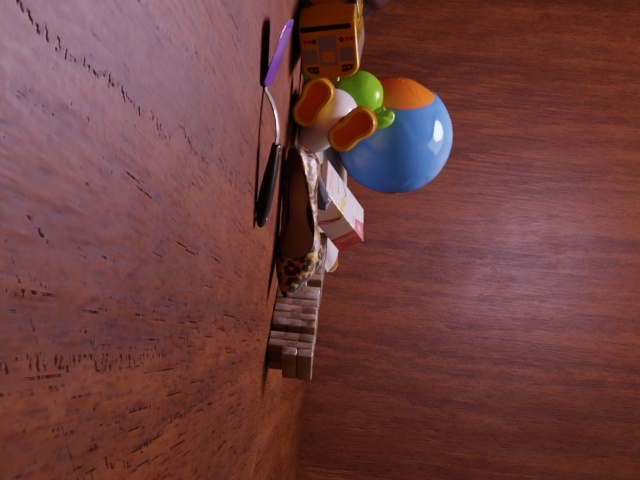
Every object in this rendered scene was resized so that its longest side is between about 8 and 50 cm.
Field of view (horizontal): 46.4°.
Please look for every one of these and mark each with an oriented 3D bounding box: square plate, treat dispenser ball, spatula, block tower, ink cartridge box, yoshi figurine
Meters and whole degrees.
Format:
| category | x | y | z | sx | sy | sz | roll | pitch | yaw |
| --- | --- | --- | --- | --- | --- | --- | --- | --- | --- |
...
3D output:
| category | x | y | z | sx | sy | sz | roll | pitch | yaw |
| --- | --- | --- | --- | --- | --- | --- | --- | --- | --- |
| square plate | 0.014 | -0.151 | 1.855 | 0.347 | 0.049 | 0.344 | 69 | 22 | -54 |
| treat dispenser ball | 0.180 | -0.257 | 1.845 | 0.288 | 0.288 | 0.288 | 6 | 90 | -87 |
| spatula | -0.068 | -0.160 | 1.054 | 0.084 | 0.030 | 0.296 | -71 | 168 | -74 |
| block tower | -0.044 | 0.120 | 1.567 | 0.097 | 0.091 | 0.335 | 94 | 2 | -48 |
| ink cartridge box | 0.018 | -0.088 | 1.618 | 0.198 | 0.067 | 0.115 | 51 | 26 | -32 |
| yoshi figurine | 0.053 | -0.292 | 1.577 | 0.362 | 0.203 | 0.203 | -71 | 156 | -79 |

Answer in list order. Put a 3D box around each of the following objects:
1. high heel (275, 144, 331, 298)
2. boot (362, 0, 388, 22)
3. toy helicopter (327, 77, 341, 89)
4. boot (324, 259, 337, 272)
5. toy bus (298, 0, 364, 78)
| category | x | y | z | sx | sy | sz | roll | pitch | yaw |
| --- | --- | --- | --- | --- | --- | --- | --- | --- | --- |
| high heel | -0.054 | -0.041 | 1.385 | 0.186 | 0.093 | 0.261 | 63 | 37 | -51 |
| boot | 0.045 | -0.561 | 1.629 | 0.207 | 0.248 | 0.090 | -45 | -138 | 33 |
| toy helicopter | 0.052 | -0.444 | 1.915 | 0.355 | 0.140 | 0.235 | -71 | 164 | -69 |
| boot | -0.001 | 0.000 | 2.081 | 0.295 | 0.104 | 0.211 | -72 | 169 | -58 |
| toy bus | 0.030 | -0.425 | 1.478 | 0.333 | 0.108 | 0.130 | -78 | 162 | -63 |
